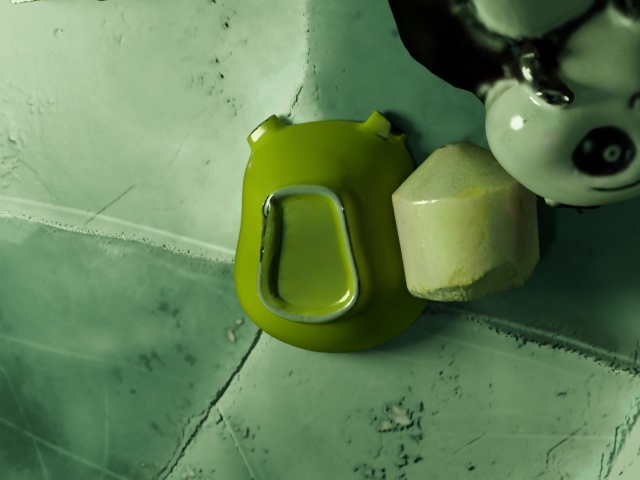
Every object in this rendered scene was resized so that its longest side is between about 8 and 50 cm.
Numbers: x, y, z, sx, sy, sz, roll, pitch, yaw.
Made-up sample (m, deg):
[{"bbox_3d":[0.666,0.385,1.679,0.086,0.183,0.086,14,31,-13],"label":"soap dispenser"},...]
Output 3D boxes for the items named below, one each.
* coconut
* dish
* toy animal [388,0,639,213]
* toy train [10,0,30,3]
[{"bbox_3d":[0.145,-0.024,1.741,0.147,0.147,0.152,-3,101,16],"label":"coconut"},{"bbox_3d":[0.000,0.000,1.805,0.221,0.108,0.262,0,101,15],"label":"dish"},{"bbox_3d":[0.233,-0.180,1.650,0.251,0.251,0.310,-33,99,19],"label":"toy animal"},{"bbox_3d":[-0.277,-0.360,1.826,0.137,0.090,0.225,-7,98,20],"label":"toy train"}]
